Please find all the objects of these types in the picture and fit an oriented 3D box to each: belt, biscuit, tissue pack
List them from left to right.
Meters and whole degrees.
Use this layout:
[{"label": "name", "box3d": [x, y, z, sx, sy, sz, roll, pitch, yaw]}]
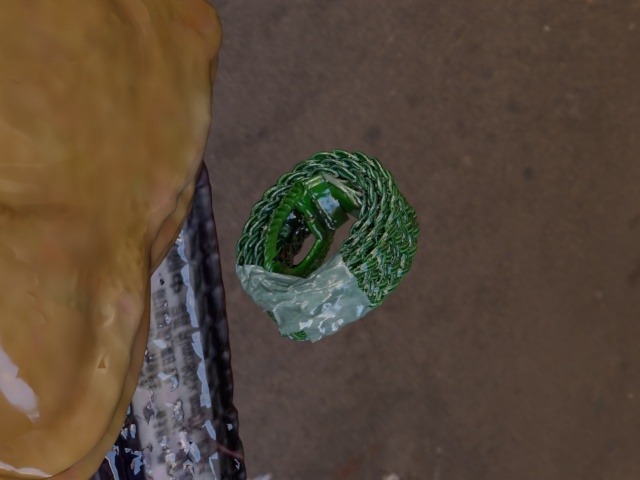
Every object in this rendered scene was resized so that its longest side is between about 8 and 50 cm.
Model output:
[{"label": "biscuit", "box3d": [-0.164, -0.056, 0.384, 0.269, 0.376, 0.051, 19, 146, -11]}, {"label": "tissue pack", "box3d": [-0.147, 0.067, 0.797, 0.123, 0.245, 0.332, -18, 114, -29]}, {"label": "belt", "box3d": [0.000, 0.000, 0.981, 0.151, 0.121, 0.079, -50, 145, -5]}]
